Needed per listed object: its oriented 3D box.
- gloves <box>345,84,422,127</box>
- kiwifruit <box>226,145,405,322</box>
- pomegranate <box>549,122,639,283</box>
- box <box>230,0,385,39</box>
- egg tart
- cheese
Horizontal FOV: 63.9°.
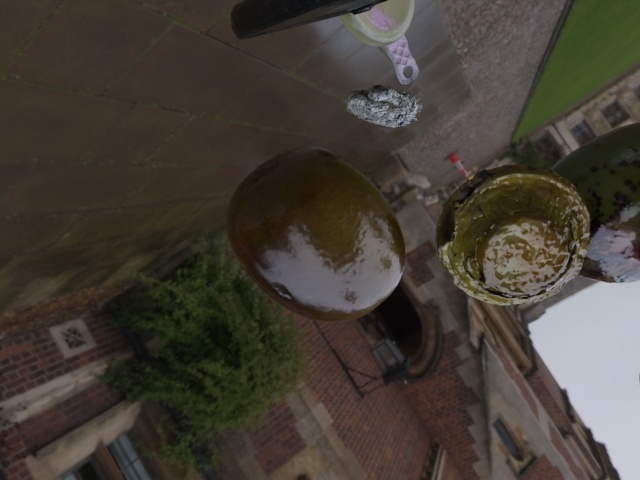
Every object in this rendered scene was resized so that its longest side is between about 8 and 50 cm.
[{"bbox_3d":[0.132,-0.285,1.092,0.153,0.071,0.114,10,175,-23],"label":"gloves"},{"bbox_3d":[0.000,0.000,0.643,0.195,0.234,0.196,-27,-146,21],"label":"kiwifruit"},{"bbox_3d":[0.530,-0.026,0.852,0.285,0.285,0.341,-34,-150,22],"label":"pomegranate"},{"bbox_3d":[0.015,-0.156,0.325,0.125,0.027,0.126,-28,-156,-27],"label":"box"},{"bbox_3d":[0.296,0.004,0.786,0.241,0.241,0.106,-34,-165,21],"label":"egg tart"},{"bbox_3d":[0.110,-0.370,0.865,0.137,0.227,0.064,-37,-151,-7],"label":"cheese"}]
